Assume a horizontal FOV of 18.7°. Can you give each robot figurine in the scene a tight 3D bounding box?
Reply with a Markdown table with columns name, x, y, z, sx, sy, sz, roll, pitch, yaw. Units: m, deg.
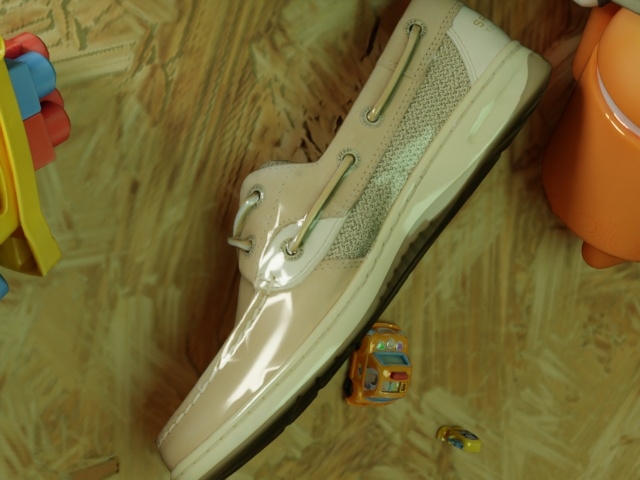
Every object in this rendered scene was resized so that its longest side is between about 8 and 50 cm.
| name | x | y | z | sx | sy | sz | roll | pitch | yaw |
| --- | --- | --- | --- | --- | --- | --- | --- | --- | --- |
| robot figurine | 0.219 | -0.071 | 1.224 | 0.128 | 0.219 | 0.158 | 16 | 51 | -3 |

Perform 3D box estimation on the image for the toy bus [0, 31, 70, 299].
| name | x | y | z | sx | sy | sz | roll | pitch | yaw |
| --- | --- | --- | --- | --- | --- | --- | --- | --- | --- |
| toy bus | -0.211 | -0.017 | 1.029 | 0.211 | 0.149 | 0.220 | -30 | 120 | -38 |

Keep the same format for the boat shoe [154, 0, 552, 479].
| name | x | y | z | sx | sy | sz | roll | pitch | yaw |
| --- | --- | --- | --- | --- | --- | --- | --- | --- | --- |
| boat shoe | 0.000 | 0.000 | 1.173 | 0.110 | 0.121 | 0.341 | 37 | 79 | 5 |

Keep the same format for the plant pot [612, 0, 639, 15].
| name | x | y | z | sx | sy | sz | roll | pitch | yaw |
| --- | --- | --- | --- | --- | --- | --- | --- | --- | --- |
| plant pot | 0.270 | -0.319 | 1.106 | 0.323 | 0.323 | 0.280 | 67 | 32 | -26 |

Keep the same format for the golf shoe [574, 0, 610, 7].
| name | x | y | z | sx | sy | sz | roll | pitch | yaw |
| --- | --- | --- | --- | --- | --- | --- | --- | --- | --- |
| golf shoe | 0.090 | -0.188 | 1.182 | 0.198 | 0.077 | 0.094 | 34 | 99 | -17 |

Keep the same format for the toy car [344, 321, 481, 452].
| name | x | y | z | sx | sy | sz | roll | pitch | yaw |
| --- | --- | --- | --- | --- | --- | --- | --- | --- | --- |
| toy car | 0.070 | 0.097 | 1.270 | 0.122 | 0.040 | 0.060 | 25 | 91 | -32 |
